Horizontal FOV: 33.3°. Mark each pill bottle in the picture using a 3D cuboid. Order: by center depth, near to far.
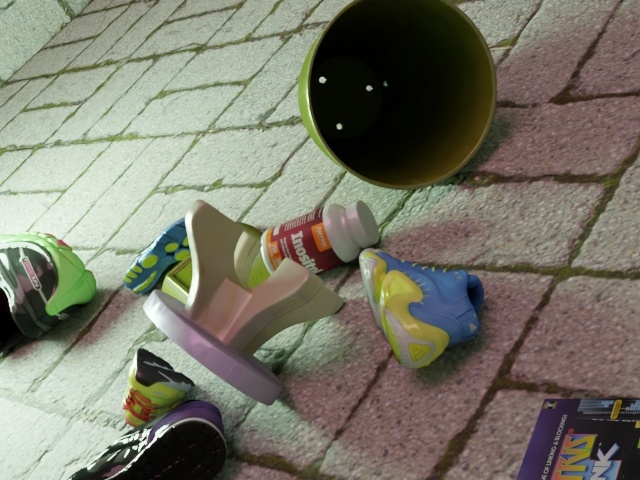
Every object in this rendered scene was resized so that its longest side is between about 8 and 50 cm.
[{"bbox_3d":[0.000,0.000,1.488,0.152,0.086,0.086,-23,32,22],"label":"pill bottle"}]

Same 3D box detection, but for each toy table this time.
[{"bbox_3d":[-0.099,0.079,1.352,0.274,0.252,0.161,31,86,48],"label":"toy table"}]

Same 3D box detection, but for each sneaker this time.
[{"bbox_3d":[0.125,0.070,1.284,0.126,0.091,0.240,-16,29,-3],"label":"sneaker"},{"bbox_3d":[-0.238,0.296,1.315,0.283,0.107,0.124,-30,15,2],"label":"sneaker"},{"bbox_3d":[-0.217,0.201,1.374,0.094,0.081,0.208,-53,-8,-10],"label":"sneaker"},{"bbox_3d":[-0.245,0.011,1.727,0.188,0.067,0.078,-37,20,22],"label":"sneaker"},{"bbox_3d":[-0.605,0.092,1.876,0.482,0.185,0.202,-6,36,43],"label":"sneaker"}]

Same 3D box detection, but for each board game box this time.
[{"bbox_3d":[0.247,0.219,0.956,0.141,0.048,0.170,-7,40,38],"label":"board game box"}]

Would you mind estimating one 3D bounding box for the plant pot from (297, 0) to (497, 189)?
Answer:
[{"bbox_3d":[0.077,-0.217,1.592,0.275,0.275,0.293,-40,13,-9],"label":"plant pot"}]

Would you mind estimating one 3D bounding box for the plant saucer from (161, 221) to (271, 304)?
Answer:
[{"bbox_3d":[-0.152,0.044,1.620,0.188,0.045,0.188,-41,30,-11],"label":"plant saucer"}]
